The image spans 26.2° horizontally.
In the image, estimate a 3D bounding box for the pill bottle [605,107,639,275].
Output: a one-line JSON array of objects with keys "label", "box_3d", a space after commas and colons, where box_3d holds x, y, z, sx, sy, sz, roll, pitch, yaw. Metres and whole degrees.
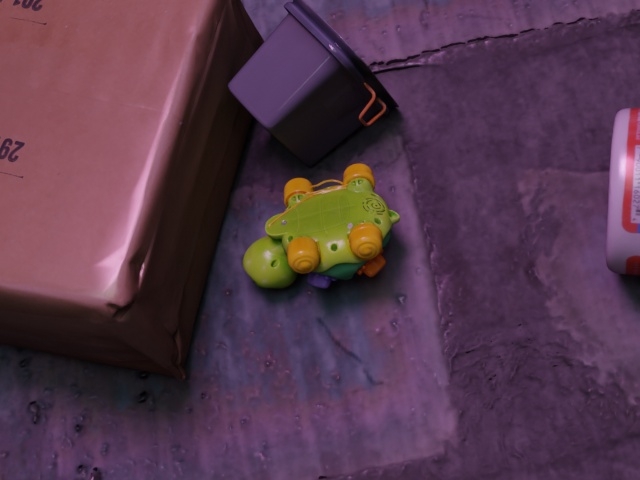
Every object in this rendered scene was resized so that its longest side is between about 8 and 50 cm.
[{"label": "pill bottle", "box_3d": [0.320, -0.031, 0.986, 0.221, 0.124, 0.124, 4, 69, 13]}]

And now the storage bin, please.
[{"label": "storage bin", "box_3d": [-0.006, -0.115, 1.092, 0.091, 0.135, 0.098, -45, 67, 4]}]

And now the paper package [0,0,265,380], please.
[{"label": "paper package", "box_3d": [-0.236, -0.078, 1.100, 0.325, 0.168, 0.309, 9, 68, 16]}]

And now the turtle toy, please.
[{"label": "turtle toy", "box_3d": [0.000, 0.000, 1.071, 0.130, 0.066, 0.095, -13, 43, 9]}]
